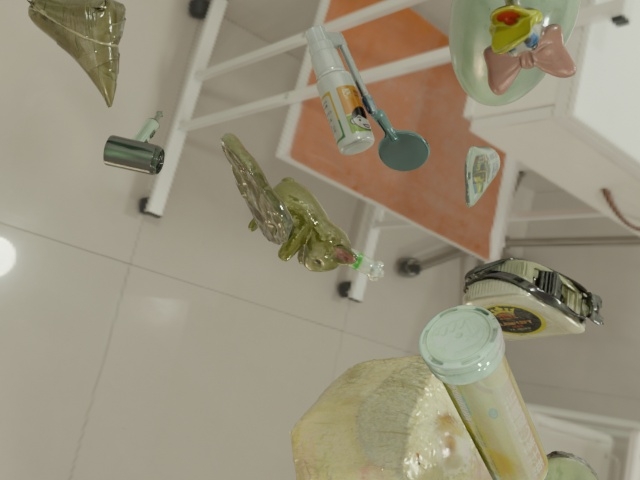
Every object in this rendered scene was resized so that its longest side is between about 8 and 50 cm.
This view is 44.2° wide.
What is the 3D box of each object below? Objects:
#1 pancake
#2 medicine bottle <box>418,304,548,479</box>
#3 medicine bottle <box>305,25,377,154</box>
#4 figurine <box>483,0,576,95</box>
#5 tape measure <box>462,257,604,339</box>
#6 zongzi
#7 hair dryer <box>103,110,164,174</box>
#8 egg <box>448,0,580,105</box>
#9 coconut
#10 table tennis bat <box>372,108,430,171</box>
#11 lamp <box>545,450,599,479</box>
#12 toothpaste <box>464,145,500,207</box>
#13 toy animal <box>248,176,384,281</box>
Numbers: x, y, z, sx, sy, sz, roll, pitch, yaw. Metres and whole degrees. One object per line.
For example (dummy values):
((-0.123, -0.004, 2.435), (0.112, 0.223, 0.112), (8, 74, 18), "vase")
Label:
((-0.141, -0.108, 1.775), (0.050, 0.294, 0.294), (-31, 109, -12), "pancake")
((0.162, 0.158, 0.750), (0.074, 0.074, 0.218), (-52, 132, -27), "medicine bottle")
((0.038, -0.251, 1.299), (0.092, 0.061, 0.220), (-9, 73, -36), "medicine bottle")
((0.275, -0.433, 1.217), (0.193, 0.154, 0.420), (-41, 118, -59), "figurine")
((0.462, 0.121, 1.776), (0.231, 0.271, 0.132), (40, 56, -36), "tape measure")
((-0.425, -0.320, 1.324), (0.081, 0.189, 0.178), (-30, 128, -75), "zongzi")
((-0.323, -0.195, 1.473), (0.197, 0.101, 0.057), (-76, 178, -51), "hair dryer")
((0.355, -0.412, 1.482), (0.230, 0.230, 0.370), (-43, 156, -31), "egg")
((0.102, 0.315, 1.122), (0.297, 0.255, 0.297), (24, 53, -36), "coconut")
((0.184, -0.240, 1.902), (0.201, 0.124, 0.033), (49, 33, -36), "table tennis bat")
((0.311, 0.323, 1.010), (0.250, 0.101, 0.101), (3, 86, -74), "lamp")
((0.196, -0.088, 0.969), (0.255, 0.037, 0.067), (-29, 121, -71), "toothpaste")
((-0.017, 0.008, 2.065), (0.363, 0.180, 0.181), (47, 15, 14), "toy animal")
